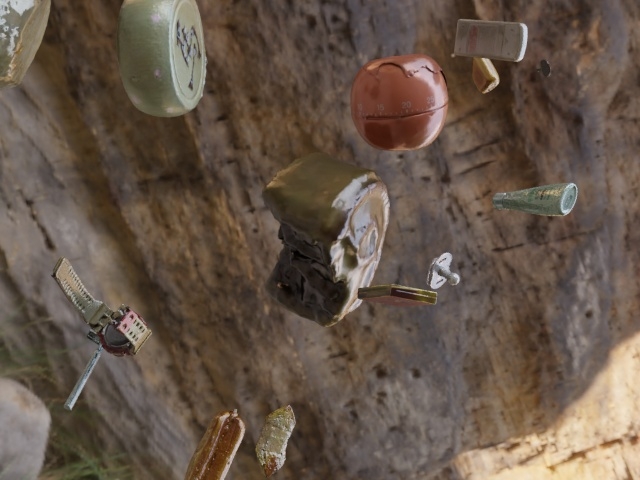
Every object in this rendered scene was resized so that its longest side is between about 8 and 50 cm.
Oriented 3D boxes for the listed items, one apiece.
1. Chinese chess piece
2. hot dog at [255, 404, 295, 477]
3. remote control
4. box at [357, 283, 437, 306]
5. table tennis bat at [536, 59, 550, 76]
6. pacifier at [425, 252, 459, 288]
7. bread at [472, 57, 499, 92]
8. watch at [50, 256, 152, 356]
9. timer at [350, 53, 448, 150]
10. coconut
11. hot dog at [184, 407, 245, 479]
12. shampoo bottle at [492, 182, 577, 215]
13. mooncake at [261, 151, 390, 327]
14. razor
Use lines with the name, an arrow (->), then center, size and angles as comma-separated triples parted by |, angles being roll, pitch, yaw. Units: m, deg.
Chinese chess piece -> -0.297, -0.362, 1.466 | 0.250, 0.101, 0.250 | 2, 90, -81
hot dog -> -0.108, 0.458, 1.765 | 0.061, 0.078, 0.169 | -4, -120, 53
remote control -> 0.393, -0.465, 1.780 | 0.190, 0.029, 0.088 | 20, -67, 45
box -> 0.132, 0.097, 1.345 | 0.133, 0.090, 0.023 | 165, -66, -66
table tennis bat -> 0.639, -0.493, 2.201 | 0.083, 0.007, 0.050 | -139, -149, -80
pacifier -> 0.292, 0.081, 1.812 | 0.078, 0.081, 0.099 | 34, -42, 35
bread -> 0.403, -0.417, 1.897 | 0.103, 0.049, 0.062 | 69, -28, 24
watch -> -0.437, 0.142, 1.554 | 0.164, 0.102, 0.268 | 27, -24, 15
timer -> 0.183, -0.323, 1.783 | 0.229, 0.229, 0.215 | -132, -143, -67
coconut -> -0.674, -0.427, 1.413 | 0.323, 0.322, 0.323 | 166, -90, -79
hot dog -> -0.247, 0.501, 1.792 | 0.236, 0.092, 0.062 | -62, -172, -24
shampoo bottle -> 0.420, -0.080, 1.524 | 0.190, 0.041, 0.069 | 3, -114, 60
mooncake -> 0.000, 0.000, 1.782 | 0.393, 0.246, 0.394 | -67, 158, 5
razor -> -0.534, 0.300, 1.760 | 0.036, 0.084, 0.211 | -45, -161, 35
